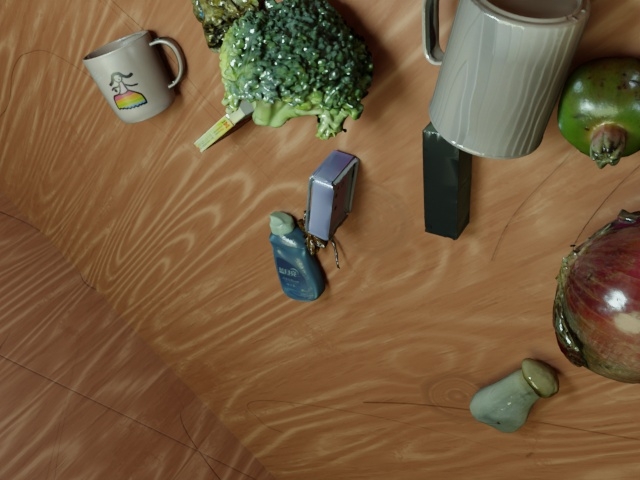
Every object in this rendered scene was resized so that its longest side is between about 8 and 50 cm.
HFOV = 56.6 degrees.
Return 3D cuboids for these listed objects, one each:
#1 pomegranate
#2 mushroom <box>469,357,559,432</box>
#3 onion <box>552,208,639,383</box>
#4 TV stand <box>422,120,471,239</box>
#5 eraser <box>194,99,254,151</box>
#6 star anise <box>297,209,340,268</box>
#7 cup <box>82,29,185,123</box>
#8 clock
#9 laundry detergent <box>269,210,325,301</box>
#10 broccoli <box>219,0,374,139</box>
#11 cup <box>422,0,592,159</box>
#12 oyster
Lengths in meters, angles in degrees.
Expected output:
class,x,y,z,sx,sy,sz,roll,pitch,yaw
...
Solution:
class,x,y,z,sx,sy,sz,roll,pitch,yaw
pomegranate,0.484,-0.206,1.001,0.180,0.209,0.179,20,149,13
mushroom,0.531,0.421,1.608,0.159,0.122,0.328,8,142,-14
onion,0.585,0.098,1.099,0.354,0.353,0.353,23,136,23
TV stand,0.284,-0.136,1.330,0.088,0.082,0.269,15,134,29
eraser,-0.211,-0.313,1.523,0.230,0.157,0.038,-24,104,49
star anise,0.000,0.000,1.688,0.097,0.070,0.190,-26,87,46
cup,-0.486,-0.453,1.633,0.253,0.191,0.200,-17,121,11
clock,0.029,-0.115,1.510,0.073,0.144,0.193,22,136,16
laundry detergent,-0.083,0.046,1.784,0.144,0.094,0.289,11,131,39
broccoli,-0.056,-0.328,1.244,0.293,0.348,0.281,52,151,-1
cup,0.310,-0.329,1.047,0.209,0.288,0.273,-7,143,-9
oyster,-0.238,-0.542,1.365,0.214,0.083,0.223,-7,141,48
